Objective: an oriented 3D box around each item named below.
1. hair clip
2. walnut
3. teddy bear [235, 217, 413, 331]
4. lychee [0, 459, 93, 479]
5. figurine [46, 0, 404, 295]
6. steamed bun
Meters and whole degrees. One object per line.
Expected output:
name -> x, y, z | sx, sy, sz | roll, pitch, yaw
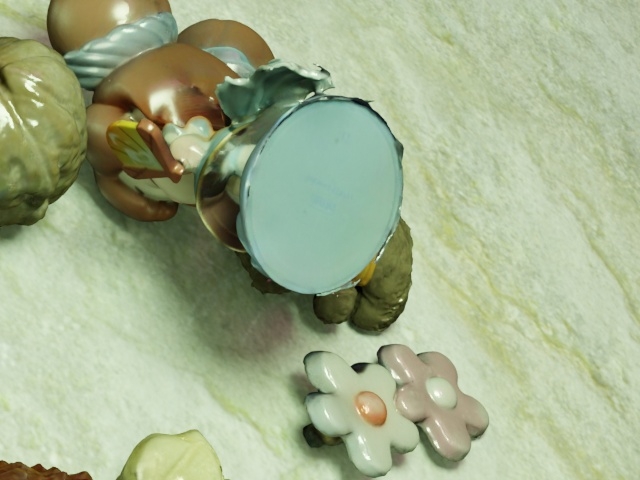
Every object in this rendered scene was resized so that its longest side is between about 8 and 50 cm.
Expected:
hair clip -> 0.072, 0.171, 1.969 | 0.257, 0.075, 0.146 | -7, 55, -43
walnut -> -0.303, -0.094, 1.834 | 0.178, 0.230, 0.178 | 1, 66, -3
teddy bear -> 0.000, 0.000, 2.019 | 0.190, 0.140, 0.177 | -2, 59, -24
lychee -> -0.239, 0.310, 1.501 | 0.304, 0.276, 0.276 | 12, 47, -1
figurine -> -0.104, -0.115, 1.897 | 0.276, 0.388, 0.248 | 28, 84, -39
steamed bun -> -0.125, 0.267, 1.731 | 0.177, 0.106, 0.192 | 20, 55, -24
